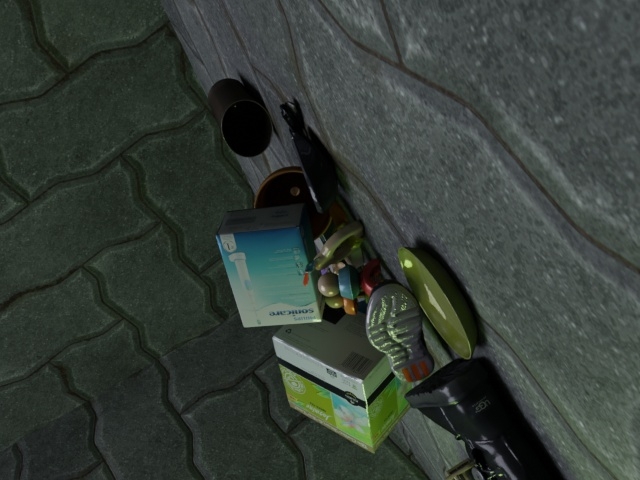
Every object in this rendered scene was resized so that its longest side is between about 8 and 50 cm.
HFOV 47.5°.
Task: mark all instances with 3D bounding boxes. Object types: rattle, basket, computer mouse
[{"bbox_3d":[0.000,0.000,1.779,0.143,0.200,0.130,53,170,6],"label":"rattle"},{"bbox_3d":[-0.259,-0.398,2.245,0.227,0.154,0.204,58,173,46],"label":"basket"},{"bbox_3d":[-0.015,-0.190,1.722,0.188,0.072,0.272,69,-179,-63],"label":"computer mouse"}]

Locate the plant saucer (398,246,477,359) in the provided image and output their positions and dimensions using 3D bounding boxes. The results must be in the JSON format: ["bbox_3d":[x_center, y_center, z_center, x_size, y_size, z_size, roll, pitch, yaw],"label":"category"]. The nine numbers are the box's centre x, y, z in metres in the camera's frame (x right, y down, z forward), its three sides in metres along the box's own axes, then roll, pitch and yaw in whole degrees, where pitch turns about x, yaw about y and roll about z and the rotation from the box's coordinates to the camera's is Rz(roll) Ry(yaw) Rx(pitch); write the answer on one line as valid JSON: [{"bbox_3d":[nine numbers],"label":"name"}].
[{"bbox_3d":[0.224,0.108,1.353,0.241,0.037,0.241,59,174,10],"label":"plant saucer"}]

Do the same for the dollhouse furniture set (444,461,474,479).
[{"bbox_3d":[0.447,0.676,1.890,0.212,0.161,0.242,58,-165,18],"label":"dollhouse furniture set"}]

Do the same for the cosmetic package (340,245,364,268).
[{"bbox_3d":[0.083,0.027,1.986,0.060,0.041,0.115,55,171,31],"label":"cosmetic package"}]

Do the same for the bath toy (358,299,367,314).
[{"bbox_3d":[0.102,0.347,2.376,0.129,0.151,0.348,54,152,28],"label":"bath toy"}]

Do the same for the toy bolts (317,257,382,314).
[{"bbox_3d":[0.081,0.159,1.823,0.228,0.158,0.218,74,-169,-56],"label":"toy bolts"}]

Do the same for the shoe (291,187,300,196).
[{"bbox_3d":[-0.058,-0.165,2.178,0.219,0.058,0.076,146,113,-79],"label":"shoe"}]

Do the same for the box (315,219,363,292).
[{"bbox_3d":[0.036,0.020,2.226,0.322,0.058,0.232,59,173,-3],"label":"box"}]

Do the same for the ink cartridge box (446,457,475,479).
[{"bbox_3d":[0.476,0.796,2.189,0.193,0.088,0.234,55,171,42],"label":"ink cartridge box"}]

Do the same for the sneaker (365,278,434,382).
[{"bbox_3d":[0.155,0.161,1.597,0.180,0.125,0.321,-105,-3,-46],"label":"sneaker"}]

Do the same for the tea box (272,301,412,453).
[{"bbox_3d":[0.071,0.383,2.122,0.329,0.220,0.323,21,138,35],"label":"tea box"}]

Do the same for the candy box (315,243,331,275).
[{"bbox_3d":[-0.002,0.028,2.470,0.196,0.070,0.165,57,173,14],"label":"candy box"}]

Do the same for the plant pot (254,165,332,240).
[{"bbox_3d":[-0.069,-0.110,1.959,0.205,0.205,0.188,62,-172,-16],"label":"plant pot"}]

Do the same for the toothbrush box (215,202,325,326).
[{"bbox_3d":[-0.119,0.068,1.862,0.126,0.216,0.295,-77,-23,-58],"label":"toothbrush box"}]

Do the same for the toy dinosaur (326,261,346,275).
[{"bbox_3d":[0.069,0.106,2.074,0.183,0.053,0.092,39,139,26],"label":"toy dinosaur"}]

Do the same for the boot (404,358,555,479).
[{"bbox_3d":[0.366,0.463,1.471,0.445,0.146,0.367,54,174,7],"label":"boot"}]
